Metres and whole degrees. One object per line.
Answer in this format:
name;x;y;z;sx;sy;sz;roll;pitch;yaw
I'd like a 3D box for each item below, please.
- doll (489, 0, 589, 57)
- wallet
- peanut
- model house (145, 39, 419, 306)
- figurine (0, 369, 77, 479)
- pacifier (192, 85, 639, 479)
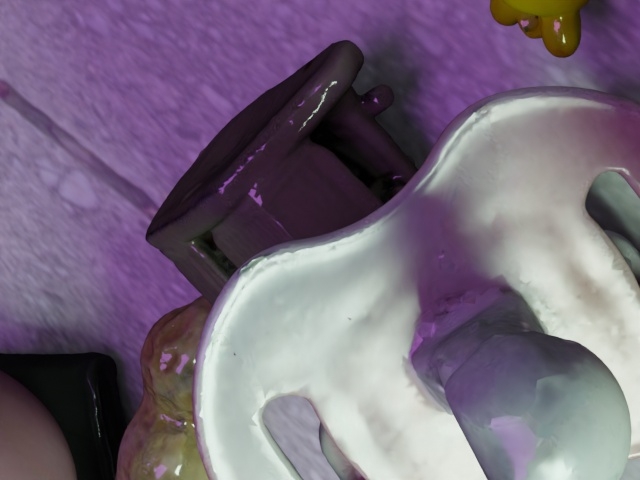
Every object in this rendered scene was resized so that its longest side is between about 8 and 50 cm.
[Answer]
doll;0.135;-0.213;0.865;0.135;0.099;0.241;18;121;11
wallet;-0.287;0.189;1.426;0.378;0.051;0.197;-2;103;44
peanut;-0.100;0.134;1.203;0.086;0.104;0.227;14;117;1
model house;-0.008;0.000;1.062;0.188;0.122;0.229;53;148;-4
figurine;-0.304;0.191;1.232;0.270;0.261;0.211;28;110;51
pacifier;0.090;0.067;0.891;0.332;0.273;0.220;-34;68;3
